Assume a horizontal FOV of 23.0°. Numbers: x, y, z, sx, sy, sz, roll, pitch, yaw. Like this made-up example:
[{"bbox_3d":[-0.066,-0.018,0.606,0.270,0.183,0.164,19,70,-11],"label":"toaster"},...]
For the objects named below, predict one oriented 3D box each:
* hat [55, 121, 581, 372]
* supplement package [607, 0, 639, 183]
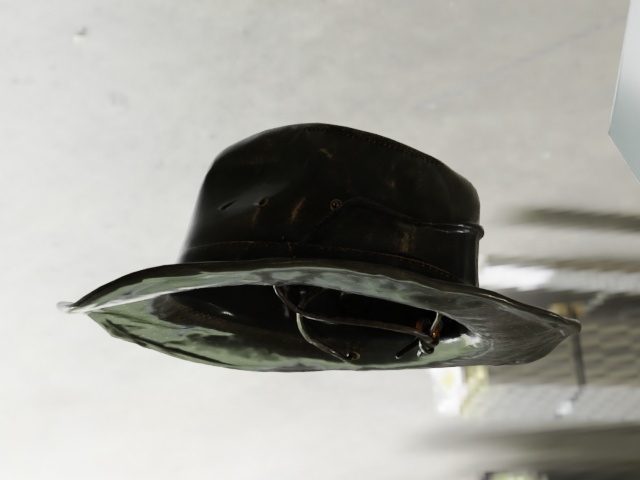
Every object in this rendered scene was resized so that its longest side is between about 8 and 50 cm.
[{"bbox_3d":[0.000,0.000,0.997,0.331,0.134,0.331,3,168,1],"label":"hat"},{"bbox_3d":[0.238,-0.075,0.515,0.198,0.199,0.263,-20,147,-10],"label":"supplement package"}]
